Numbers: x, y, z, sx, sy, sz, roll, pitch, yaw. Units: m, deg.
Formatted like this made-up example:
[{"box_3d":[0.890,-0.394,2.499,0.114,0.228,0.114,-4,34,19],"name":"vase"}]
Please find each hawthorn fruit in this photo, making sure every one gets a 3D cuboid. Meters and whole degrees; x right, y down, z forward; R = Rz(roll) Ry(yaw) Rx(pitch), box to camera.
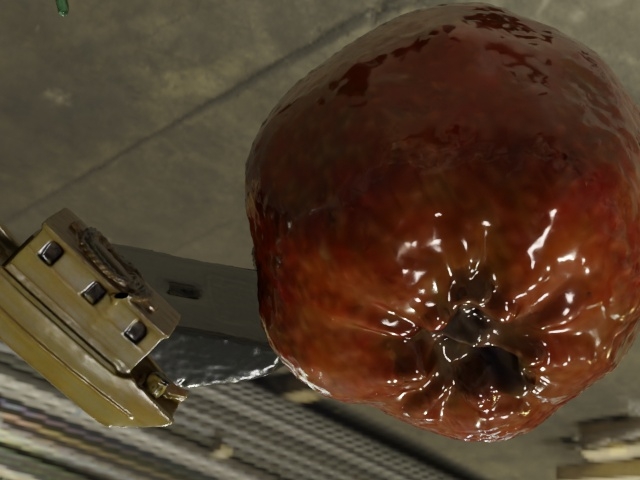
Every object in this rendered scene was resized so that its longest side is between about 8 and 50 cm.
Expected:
[{"box_3d":[0.067,-0.025,0.512,0.205,0.253,0.205,1,123,1],"name":"hawthorn fruit"}]

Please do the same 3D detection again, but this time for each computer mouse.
[{"box_3d":[-0.150,0.077,0.949,0.269,0.138,0.086,11,121,-22],"name":"computer mouse"}]

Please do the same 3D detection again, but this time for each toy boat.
[{"box_3d":[-0.150,0.028,0.582,0.200,0.057,0.077,43,101,-8],"name":"toy boat"}]

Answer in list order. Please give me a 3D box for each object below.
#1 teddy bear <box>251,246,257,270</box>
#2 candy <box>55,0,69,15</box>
[{"box_3d":[-0.019,0.007,1.170,0.129,0.251,0.182,-14,152,-14],"name":"teddy bear"},{"box_3d":[-0.320,-0.387,1.135,0.083,0.306,0.091,-10,160,-24],"name":"candy"}]
